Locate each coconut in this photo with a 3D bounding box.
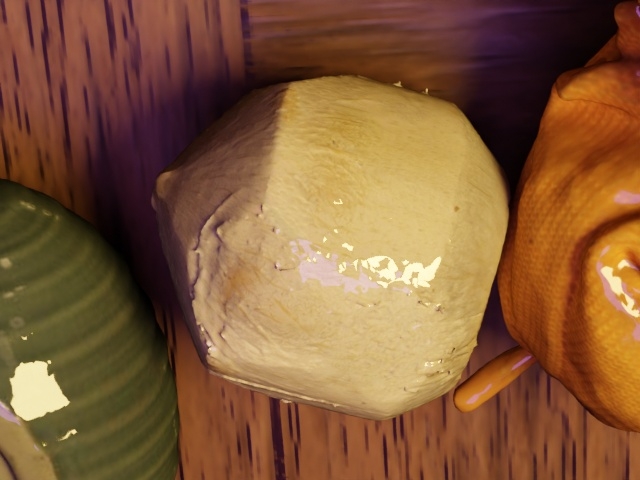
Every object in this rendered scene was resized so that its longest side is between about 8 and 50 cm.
[{"bbox_3d":[-0.001,0.002,0.802,0.162,0.161,0.161,13,114,-1],"label":"coconut"}]

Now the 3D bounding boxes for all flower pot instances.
[{"bbox_3d":[-0.165,0.091,0.842,0.189,0.157,0.243,-5,116,2],"label":"flower pot"}]

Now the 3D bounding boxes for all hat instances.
[{"bbox_3d":[0.139,0.018,0.793,0.244,0.233,0.233,30,127,-31],"label":"hat"}]
